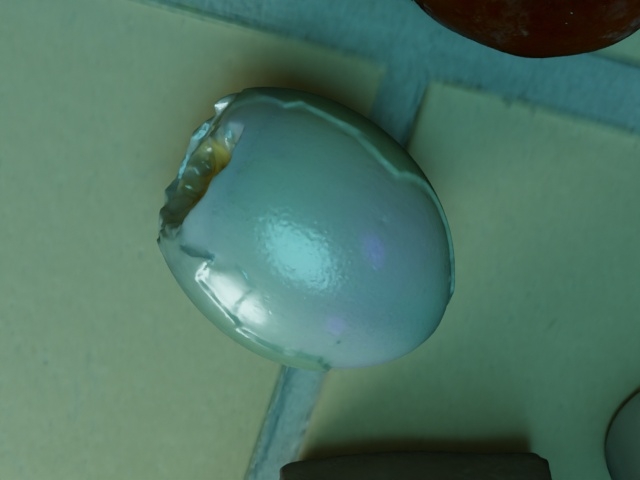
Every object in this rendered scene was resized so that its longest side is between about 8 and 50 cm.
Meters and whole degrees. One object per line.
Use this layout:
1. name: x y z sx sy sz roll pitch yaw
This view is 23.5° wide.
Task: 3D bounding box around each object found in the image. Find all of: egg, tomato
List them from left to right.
1. egg: 0.000 0.000 1.077 0.217 0.183 0.183 27 111 -18
2. tomato: 0.154 -0.202 1.030 0.228 0.112 0.199 2 117 -1

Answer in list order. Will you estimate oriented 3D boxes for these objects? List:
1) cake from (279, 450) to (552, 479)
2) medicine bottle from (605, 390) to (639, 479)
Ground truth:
1. cake: 0.079 0.318 1.171 0.230 0.309 0.237 -4 113 -4
2. medicine bottle: 0.307 0.213 1.167 0.139 0.237 0.139 -1 114 -3
